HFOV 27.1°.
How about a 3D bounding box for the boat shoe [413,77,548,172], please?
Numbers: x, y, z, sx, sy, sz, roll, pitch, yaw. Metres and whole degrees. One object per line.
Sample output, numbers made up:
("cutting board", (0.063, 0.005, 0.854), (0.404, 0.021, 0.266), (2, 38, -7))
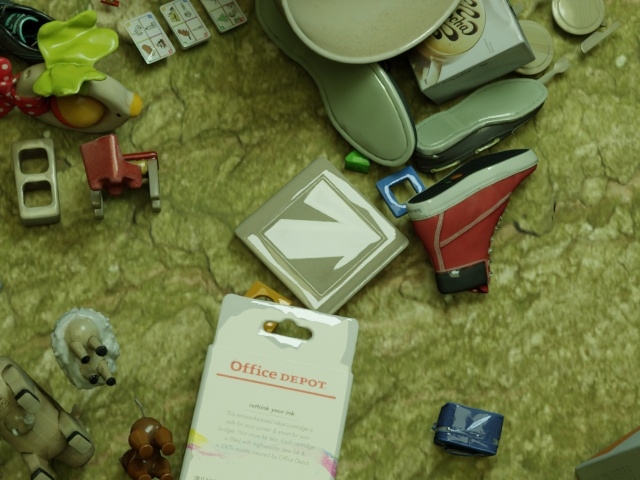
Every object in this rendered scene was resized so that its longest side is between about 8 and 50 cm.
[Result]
("boat shoe", (0.239, -0.173, 2.001), (0.228, 0.068, 0.081), (-24, 51, -12))

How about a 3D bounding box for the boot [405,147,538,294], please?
("boot", (0.245, -0.024, 1.962), (0.244, 0.088, 0.176), (-31, 106, -30))

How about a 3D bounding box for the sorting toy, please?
("sorting toy", (0.000, 0.000, 1.940), (0.348, 0.047, 0.196), (-41, 76, -17))

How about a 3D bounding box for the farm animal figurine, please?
("farm animal figurine", (-0.377, 0.276, 1.756), (0.330, 0.172, 0.326), (-30, 121, -12))

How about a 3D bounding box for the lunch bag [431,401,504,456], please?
("lunch bag", (0.204, 0.271, 1.873), (0.098, 0.067, 0.065), (13, 73, -1))

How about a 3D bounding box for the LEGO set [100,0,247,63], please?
("LEGO set", (-0.253, -0.392, 2.036), (0.182, 0.060, 0.244), (-29, 80, -25))

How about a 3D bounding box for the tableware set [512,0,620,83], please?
("tableware set", (0.357, -0.326, 2.068), (0.194, 0.039, 0.128), (-37, 88, -12))

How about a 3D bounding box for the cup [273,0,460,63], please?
("cup", (0.033, -0.446, 1.853), (0.331, 0.331, 0.237), (-30, 45, -13))

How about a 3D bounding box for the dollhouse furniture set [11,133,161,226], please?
("dollhouse furniture set", (-0.416, -0.117, 1.850), (0.374, 0.201, 0.152), (-7, 75, -7))

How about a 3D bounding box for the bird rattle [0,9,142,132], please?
("bird rattle", (-0.374, -0.203, 1.886), (0.207, 0.253, 0.143), (30, 50, -39))

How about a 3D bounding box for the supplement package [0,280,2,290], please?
("supplement package", (-0.567, 0.144, 1.792), (0.204, 0.145, 0.262), (11, 74, -2))

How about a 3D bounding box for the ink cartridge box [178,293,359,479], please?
("ink cartridge box", (-0.075, 0.269, 1.819), (0.207, 0.119, 0.353), (12, 75, -1))

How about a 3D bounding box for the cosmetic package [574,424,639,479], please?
("cosmetic package", (0.514, 0.277, 1.701), (0.230, 0.453, 0.161), (-31, 80, -13))

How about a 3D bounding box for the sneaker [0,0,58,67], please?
("sneaker", (-0.464, -0.324, 1.954), (0.267, 0.106, 0.101), (21, 75, 2))

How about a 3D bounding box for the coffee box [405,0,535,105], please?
("coffee box", (0.183, -0.378, 1.997), (0.168, 0.119, 0.297), (-24, 77, 14))

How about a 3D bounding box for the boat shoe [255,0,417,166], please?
("boat shoe", (0.045, -0.258, 1.984), (0.340, 0.127, 0.113), (47, 37, 14))
